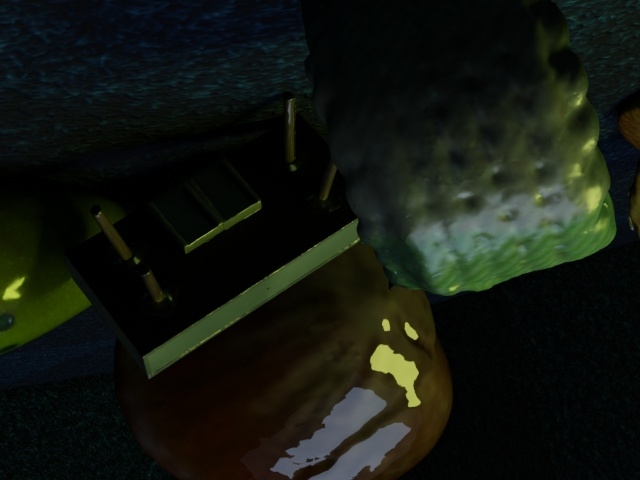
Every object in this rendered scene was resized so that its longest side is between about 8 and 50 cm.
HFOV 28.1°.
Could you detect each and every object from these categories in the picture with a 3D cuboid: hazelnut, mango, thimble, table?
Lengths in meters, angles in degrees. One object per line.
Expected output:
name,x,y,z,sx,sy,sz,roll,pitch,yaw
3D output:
hazelnut,-0.034,0.102,1.260,0.315,0.372,0.372,-43,-171,-33
mango,-0.270,0.021,1.137,0.175,0.143,0.293,-18,180,30
thimble,0.083,-0.079,0.776,0.150,0.219,0.219,-16,172,10
table,-0.079,-0.018,1.038,0.240,0.121,0.111,-33,152,-19

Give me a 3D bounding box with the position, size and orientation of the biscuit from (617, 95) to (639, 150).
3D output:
biscuit,0.413,-0.117,1.448,0.144,0.033,0.224,15,167,41

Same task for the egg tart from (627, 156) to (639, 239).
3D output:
egg tart,0.555,-0.069,1.613,0.341,0.341,0.132,-17,-145,21
